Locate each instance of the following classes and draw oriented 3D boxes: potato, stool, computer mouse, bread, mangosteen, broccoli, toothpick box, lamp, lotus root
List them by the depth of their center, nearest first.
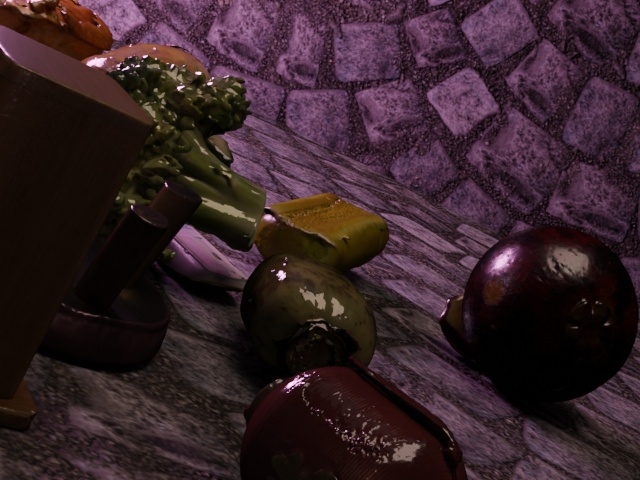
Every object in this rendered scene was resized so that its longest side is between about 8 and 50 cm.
[{"bbox_3d":[-0.297,-0.019,1.172,0.190,0.308,0.187,22,12,-31],"label":"toothpick box"},{"bbox_3d":[0.030,0.211,1.209,0.180,0.180,0.258,13,19,-49],"label":"lamp"},{"bbox_3d":[-0.268,0.001,1.459,0.272,0.178,0.272,26,13,-7],"label":"stool"},{"bbox_3d":[-0.026,0.096,1.671,0.173,0.173,0.309,24,5,-15],"label":"lotus root"},{"bbox_3d":[-0.227,-0.109,1.771,0.317,0.277,0.338,15,15,-36],"label":"broccoli"},{"bbox_3d":[-0.180,0.026,1.871,0.102,0.045,0.199,15,16,-43],"label":"computer mouse"},{"bbox_3d":[0.363,0.120,2.123,0.311,0.311,0.311,26,12,-6],"label":"mangosteen"},{"bbox_3d":[0.000,0.000,2.220,0.166,0.112,0.383,27,13,12],"label":"bread"},{"bbox_3d":[-0.341,-0.246,2.339,0.229,0.229,0.266,31,17,17],"label":"potato"},{"bbox_3d":[-0.573,-0.398,2.465,0.336,0.204,0.358,15,13,-36],"label":"bread"}]
